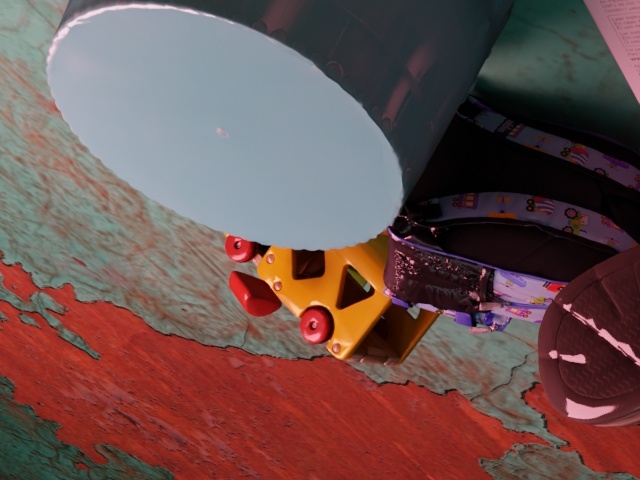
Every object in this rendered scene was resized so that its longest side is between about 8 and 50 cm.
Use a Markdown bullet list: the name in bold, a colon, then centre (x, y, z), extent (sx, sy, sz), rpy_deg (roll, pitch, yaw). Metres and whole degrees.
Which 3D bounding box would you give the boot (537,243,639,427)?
- **boot**: centre (0.364, 0.058, 1.099), extent (0.377, 0.138, 0.284), rpy_deg (-25, 148, 34)

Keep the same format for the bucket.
- **bucket**: centre (-0.030, -0.134, 1.104), extent (0.281, 0.183, 0.281), rpy_deg (18, 150, 11)

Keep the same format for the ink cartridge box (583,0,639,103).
- **ink cartridge box**: centre (0.244, -0.154, 0.994), extent (0.186, 0.065, 0.311), rpy_deg (-1, 145, 36)

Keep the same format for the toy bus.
- **toy bus**: centre (0.010, 0.008, 1.385), extent (0.202, 0.191, 0.104), rpy_deg (33, 107, -16)

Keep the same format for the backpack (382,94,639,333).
- **backpack**: centre (0.143, -0.010, 1.208), extent (0.173, 0.158, 0.117), rpy_deg (14, 140, 11)
